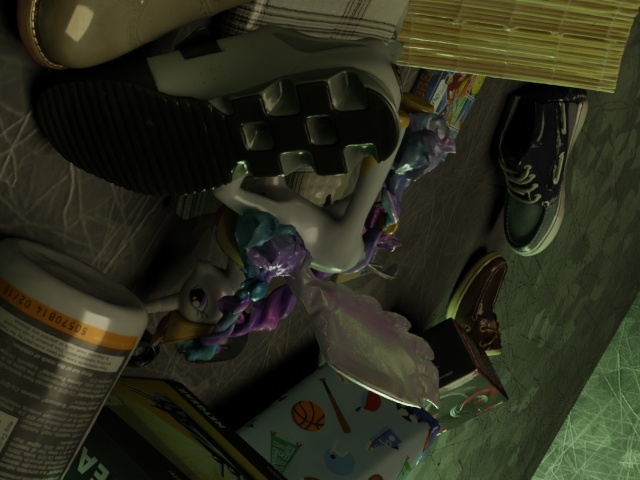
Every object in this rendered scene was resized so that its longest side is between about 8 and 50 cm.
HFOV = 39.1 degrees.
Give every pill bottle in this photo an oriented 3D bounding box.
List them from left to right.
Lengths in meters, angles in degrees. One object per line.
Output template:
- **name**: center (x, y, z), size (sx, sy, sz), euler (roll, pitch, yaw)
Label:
- **pill bottle**: center (-0.293, 0.151, 0.845), size (0.278, 0.162, 0.162), euler (-60, 150, 2)

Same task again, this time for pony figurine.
- **pony figurine**: center (0.000, 0.000, 1.014), size (0.351, 0.303, 0.363), euler (15, 114, -24)

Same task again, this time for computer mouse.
- **computer mouse**: center (-0.168, 0.129, 1.129), size (0.242, 0.041, 0.071), euler (-1, 118, -55)

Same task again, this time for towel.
- **towel**: center (-0.019, -0.168, 1.073), size (0.324, 0.056, 0.312), euler (-8, 122, -54)

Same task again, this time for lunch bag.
- **lunch bag**: center (-0.031, 0.409, 1.400), size (0.328, 0.239, 0.385), euler (-27, 153, -43)

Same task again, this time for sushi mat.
- **sushi mat**: center (0.254, -0.284, 1.185), size (0.019, 0.316, 0.151), euler (-86, -176, -54)

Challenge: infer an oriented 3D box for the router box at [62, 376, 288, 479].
- **router box**: center (-0.154, 0.269, 1.007), size (0.081, 0.309, 0.243), euler (-59, 150, 6)

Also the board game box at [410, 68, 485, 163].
- **board game box**: center (0.188, -0.223, 1.348), size (0.136, 0.035, 0.201), euler (13, 105, -59)

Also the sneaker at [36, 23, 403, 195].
- **sneaker**: center (-0.088, -0.129, 0.826), size (0.146, 0.330, 0.122), euler (-80, 167, -48)

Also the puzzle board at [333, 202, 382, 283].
- **puzzle board**: center (0.064, 0.002, 1.388), size (0.096, 0.011, 0.128), euler (-15, 129, -51)

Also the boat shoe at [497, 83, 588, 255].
- **boat shoe**: center (0.370, -0.122, 1.640), size (0.158, 0.127, 0.340), euler (-13, 119, -43)

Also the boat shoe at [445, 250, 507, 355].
- **boat shoe**: center (0.314, 0.190, 1.806), size (0.123, 0.123, 0.342), euler (-3, 119, -55)

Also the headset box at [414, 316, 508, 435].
- **headset box**: center (0.192, 0.260, 1.617), size (0.218, 0.110, 0.293), euler (-29, 151, 10)

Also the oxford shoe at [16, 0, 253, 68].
- **oxford shoe**: center (-0.084, -0.270, 0.795), size (0.397, 0.146, 0.140), euler (-44, 149, -22)
